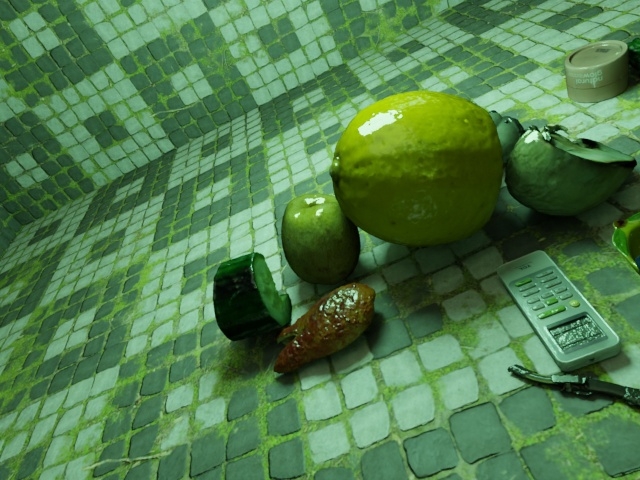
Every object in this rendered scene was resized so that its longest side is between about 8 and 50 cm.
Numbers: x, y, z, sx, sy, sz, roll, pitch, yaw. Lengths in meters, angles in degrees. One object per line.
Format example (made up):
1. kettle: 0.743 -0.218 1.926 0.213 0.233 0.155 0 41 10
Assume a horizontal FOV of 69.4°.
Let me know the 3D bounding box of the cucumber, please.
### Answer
1. cucumber: -0.163 0.133 1.071 0.130 0.191 0.191 -20 35 12

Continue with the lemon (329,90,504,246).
1. lemon: 0.181 -0.152 1.005 0.363 0.364 0.364 -19 35 14

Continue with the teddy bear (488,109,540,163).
1. teddy bear: 0.420 -0.247 1.190 0.251 0.144 0.171 -38 21 -18

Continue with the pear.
1. pear: 0.000 0.000 1.127 0.188 0.212 0.228 -10 22 -4

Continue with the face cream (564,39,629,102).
1. face cream: 0.746 -0.457 1.250 0.149 0.104 0.149 -19 36 15

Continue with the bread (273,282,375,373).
1. bread: 0.002 0.181 0.982 0.268 0.095 0.139 -28 27 9

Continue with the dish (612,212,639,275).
1. dish: 0.589 0.030 0.763 0.148 0.080 0.207 -39 37 -7

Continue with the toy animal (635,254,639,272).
1. toy animal: 0.553 0.117 0.625 0.239 0.255 0.176 -42 -7 16

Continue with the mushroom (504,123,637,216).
1. mushroom: 0.508 -0.132 0.962 0.266 0.164 0.189 -15 45 -45

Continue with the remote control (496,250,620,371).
1. remote control: 0.411 0.115 0.823 0.103 0.034 0.250 -23 35 9

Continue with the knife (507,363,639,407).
1. knife: 0.401 0.220 0.707 0.222 0.021 0.046 11 54 43

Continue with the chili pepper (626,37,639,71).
1. chili pepper: 0.873 -0.443 1.154 0.136 0.099 0.271 7 36 7
